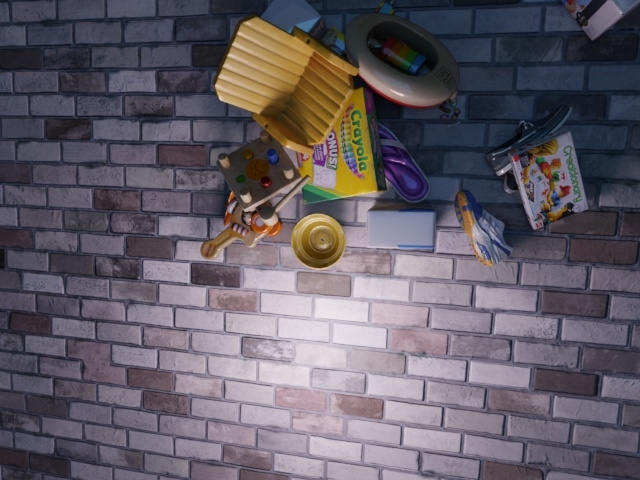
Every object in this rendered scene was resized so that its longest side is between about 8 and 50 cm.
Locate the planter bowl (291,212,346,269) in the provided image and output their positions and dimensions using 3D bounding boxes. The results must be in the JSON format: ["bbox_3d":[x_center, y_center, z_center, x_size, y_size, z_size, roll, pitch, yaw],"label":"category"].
[{"bbox_3d":[0.000,0.000,1.766,0.216,0.090,0.218,1,96,12],"label":"planter bowl"}]

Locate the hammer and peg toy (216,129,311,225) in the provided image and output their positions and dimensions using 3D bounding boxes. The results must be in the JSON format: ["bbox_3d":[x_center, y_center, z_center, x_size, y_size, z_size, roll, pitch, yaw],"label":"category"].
[{"bbox_3d":[-0.202,-0.226,1.688,0.265,0.127,0.361,-31,68,-7],"label":"hammer and peg toy"}]

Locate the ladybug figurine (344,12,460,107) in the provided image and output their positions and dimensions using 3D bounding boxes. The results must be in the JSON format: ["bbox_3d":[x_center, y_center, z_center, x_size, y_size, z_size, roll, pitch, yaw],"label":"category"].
[{"bbox_3d":[0.278,-0.612,1.580,0.449,0.162,0.305,38,70,7],"label":"ladybug figurine"}]

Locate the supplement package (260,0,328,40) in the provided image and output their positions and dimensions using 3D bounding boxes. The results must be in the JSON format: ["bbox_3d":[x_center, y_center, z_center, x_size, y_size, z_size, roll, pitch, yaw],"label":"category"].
[{"bbox_3d":[-0.137,-0.741,1.669,0.175,0.177,0.293,45,103,4],"label":"supplement package"}]

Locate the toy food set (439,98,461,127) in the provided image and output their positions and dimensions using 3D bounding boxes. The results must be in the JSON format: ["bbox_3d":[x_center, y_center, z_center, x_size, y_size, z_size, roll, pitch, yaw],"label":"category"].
[{"bbox_3d":[0.472,-0.482,1.656,0.077,0.019,0.122,-19,92,13],"label":"toy food set"}]

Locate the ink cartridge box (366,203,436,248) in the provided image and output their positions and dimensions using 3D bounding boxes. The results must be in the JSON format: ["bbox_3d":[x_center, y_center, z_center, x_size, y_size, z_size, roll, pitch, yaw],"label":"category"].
[{"bbox_3d":[0.286,-0.057,1.593,0.222,0.307,0.129,0,98,11],"label":"ink cartridge box"}]

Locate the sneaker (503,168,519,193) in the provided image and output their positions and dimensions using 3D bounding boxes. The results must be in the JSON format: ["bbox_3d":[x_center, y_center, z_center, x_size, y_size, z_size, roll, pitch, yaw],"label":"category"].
[{"bbox_3d":[0.734,-0.260,1.596,0.084,0.083,0.215,37,103,4],"label":"sneaker"}]

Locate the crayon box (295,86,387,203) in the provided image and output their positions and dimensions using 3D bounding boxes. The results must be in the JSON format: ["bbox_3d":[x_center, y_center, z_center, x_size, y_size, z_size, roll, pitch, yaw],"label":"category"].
[{"bbox_3d":[0.063,-0.337,1.660,0.312,0.106,0.364,-7,94,33],"label":"crayon box"}]

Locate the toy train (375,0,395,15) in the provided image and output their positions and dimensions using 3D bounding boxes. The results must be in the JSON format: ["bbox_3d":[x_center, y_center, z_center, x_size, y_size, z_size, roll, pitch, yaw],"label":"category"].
[{"bbox_3d":[0.218,-0.882,1.653,0.125,0.046,0.167,2,93,12],"label":"toy train"}]

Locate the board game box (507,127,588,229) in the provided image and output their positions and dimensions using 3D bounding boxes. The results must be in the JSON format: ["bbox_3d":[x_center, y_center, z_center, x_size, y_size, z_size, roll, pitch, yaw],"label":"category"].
[{"bbox_3d":[0.785,-0.205,1.548,0.192,0.053,0.306,-24,115,13],"label":"board game box"}]

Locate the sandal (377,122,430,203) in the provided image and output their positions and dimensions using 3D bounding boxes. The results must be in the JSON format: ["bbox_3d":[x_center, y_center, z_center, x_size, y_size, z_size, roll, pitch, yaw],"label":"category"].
[{"bbox_3d":[0.250,-0.310,1.676,0.416,0.102,0.169,41,102,5],"label":"sandal"}]

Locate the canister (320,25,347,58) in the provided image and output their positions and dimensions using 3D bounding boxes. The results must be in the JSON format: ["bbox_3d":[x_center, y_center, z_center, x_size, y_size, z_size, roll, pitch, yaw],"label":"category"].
[{"bbox_3d":[0.033,-0.697,1.694,0.126,0.073,0.170,40,100,4],"label":"canister"}]

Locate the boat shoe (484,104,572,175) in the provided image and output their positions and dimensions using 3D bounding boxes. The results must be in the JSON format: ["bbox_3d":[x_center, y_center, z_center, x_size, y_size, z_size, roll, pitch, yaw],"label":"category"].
[{"bbox_3d":[0.721,-0.368,1.571,0.319,0.116,0.099,-43,89,18],"label":"boat shoe"}]

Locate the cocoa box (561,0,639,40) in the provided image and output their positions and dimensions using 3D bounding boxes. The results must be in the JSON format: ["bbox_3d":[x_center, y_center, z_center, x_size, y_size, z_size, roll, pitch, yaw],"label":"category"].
[{"bbox_3d":[0.975,-0.864,1.405,0.347,0.231,0.228,-37,87,12],"label":"cocoa box"}]

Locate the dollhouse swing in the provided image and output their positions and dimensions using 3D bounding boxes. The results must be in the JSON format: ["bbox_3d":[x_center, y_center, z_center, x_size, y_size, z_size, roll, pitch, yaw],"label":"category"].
[{"bbox_3d":[-0.124,-0.518,1.507,0.315,0.304,0.347,45,117,24],"label":"dollhouse swing"}]

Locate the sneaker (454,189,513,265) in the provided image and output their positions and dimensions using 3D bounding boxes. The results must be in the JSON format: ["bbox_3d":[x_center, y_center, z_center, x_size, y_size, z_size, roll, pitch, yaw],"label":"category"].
[{"bbox_3d":[0.598,-0.060,1.648,0.130,0.112,0.297,-25,92,-5],"label":"sneaker"}]

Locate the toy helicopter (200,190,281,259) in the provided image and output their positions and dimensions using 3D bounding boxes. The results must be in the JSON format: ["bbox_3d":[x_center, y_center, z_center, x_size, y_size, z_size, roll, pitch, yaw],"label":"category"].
[{"bbox_3d":[-0.347,-0.056,1.805,0.355,0.140,0.235,-36,78,9],"label":"toy helicopter"}]
